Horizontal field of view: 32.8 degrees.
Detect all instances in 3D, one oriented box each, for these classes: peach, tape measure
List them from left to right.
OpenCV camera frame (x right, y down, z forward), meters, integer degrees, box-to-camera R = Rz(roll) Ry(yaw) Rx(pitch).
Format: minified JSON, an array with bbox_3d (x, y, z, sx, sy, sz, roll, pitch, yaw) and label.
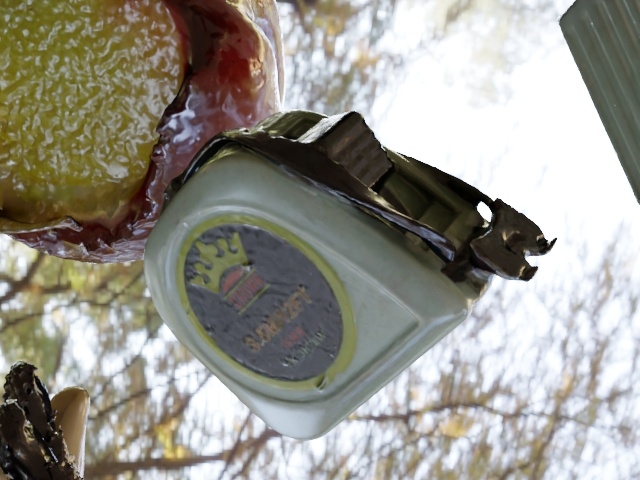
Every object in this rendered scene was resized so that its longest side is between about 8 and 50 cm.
[{"bbox_3d":[-0.196,-0.149,1.141,0.406,0.335,0.310,-17,179,32],"label":"peach"},{"bbox_3d":[0.000,0.000,0.708,0.207,0.235,0.115,46,-138,2],"label":"tape measure"}]

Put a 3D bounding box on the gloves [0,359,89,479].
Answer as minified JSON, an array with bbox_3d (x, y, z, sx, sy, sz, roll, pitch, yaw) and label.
[{"bbox_3d":[-0.118,0.135,0.401,0.106,0.129,0.181,44,-134,-16],"label":"gloves"}]

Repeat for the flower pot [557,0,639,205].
[{"bbox_3d":[0.337,-0.153,0.897,0.209,0.239,0.190,-13,-106,-21],"label":"flower pot"}]
